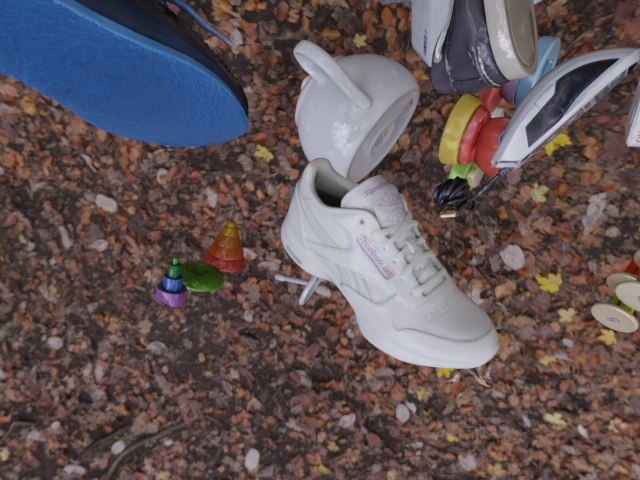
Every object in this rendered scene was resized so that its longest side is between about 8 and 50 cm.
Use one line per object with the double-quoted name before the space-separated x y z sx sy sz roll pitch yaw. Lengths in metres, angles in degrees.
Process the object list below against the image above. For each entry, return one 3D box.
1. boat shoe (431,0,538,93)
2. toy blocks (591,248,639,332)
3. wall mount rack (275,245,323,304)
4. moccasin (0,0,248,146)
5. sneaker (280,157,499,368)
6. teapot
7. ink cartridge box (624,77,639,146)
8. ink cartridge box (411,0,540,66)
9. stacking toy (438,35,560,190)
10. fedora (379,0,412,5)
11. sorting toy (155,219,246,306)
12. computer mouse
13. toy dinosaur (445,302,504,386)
"boat shoe" 0.090 -0.196 0.316 0.064 0.075 0.206 -12 81 43
"toy blocks" 0.396 0.027 0.582 0.054 0.123 0.148 33 71 20
"wall mount rack" 0.000 0.000 1.223 0.130 0.304 0.350 34 69 7
"moccasin" -0.157 -0.167 0.342 0.137 0.342 0.117 -15 76 18
"sneaker" 0.072 0.022 0.550 0.305 0.114 0.152 38 137 22
"teapot" 0.041 -0.237 0.872 0.187 0.252 0.256 40 136 11
"ink cartridge box" 0.539 -0.191 0.720 0.135 0.056 0.099 7 139 20
"ink cartridge box" 0.276 -0.442 0.668 0.324 0.330 0.071 -31 69 -1
"stacking toy" 0.346 -0.204 0.898 0.130 0.280 0.309 26 71 25
"fedora" 0.202 -0.554 0.994 0.243 0.275 0.124 8 129 27
"sorting toy" -0.280 0.036 1.194 0.127 0.365 0.126 18 109 10
"computer mouse" 0.172 -0.093 0.413 0.193 0.106 0.042 -45 75 27
"toy dinosaur" 0.428 0.288 1.368 0.127 0.295 0.201 6 96 27
